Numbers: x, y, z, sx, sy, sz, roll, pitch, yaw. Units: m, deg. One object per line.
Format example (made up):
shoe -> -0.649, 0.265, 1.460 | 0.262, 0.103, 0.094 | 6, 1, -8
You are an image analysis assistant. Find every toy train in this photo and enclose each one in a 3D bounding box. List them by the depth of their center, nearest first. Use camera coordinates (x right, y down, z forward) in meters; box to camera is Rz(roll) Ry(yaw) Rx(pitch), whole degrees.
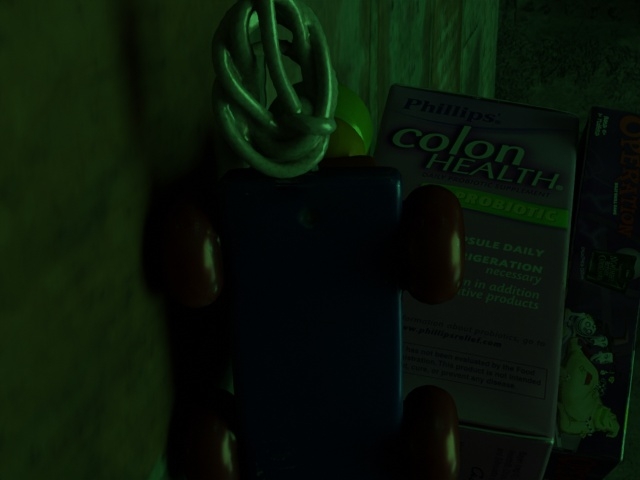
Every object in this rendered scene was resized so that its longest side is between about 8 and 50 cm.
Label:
toy train -> -0.002, -0.026, 0.475 | 0.143, 0.105, 0.248 | -87, 175, -61

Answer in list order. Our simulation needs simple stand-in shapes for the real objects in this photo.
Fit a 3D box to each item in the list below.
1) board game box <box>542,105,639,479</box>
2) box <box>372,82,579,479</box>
board game box -> 0.160, 0.081, 0.832 | 0.347, 0.056, 0.208 | 86, 11, -69
box -> 0.070, 0.071, 0.727 | 0.213, 0.117, 0.243 | 94, 7, -46
